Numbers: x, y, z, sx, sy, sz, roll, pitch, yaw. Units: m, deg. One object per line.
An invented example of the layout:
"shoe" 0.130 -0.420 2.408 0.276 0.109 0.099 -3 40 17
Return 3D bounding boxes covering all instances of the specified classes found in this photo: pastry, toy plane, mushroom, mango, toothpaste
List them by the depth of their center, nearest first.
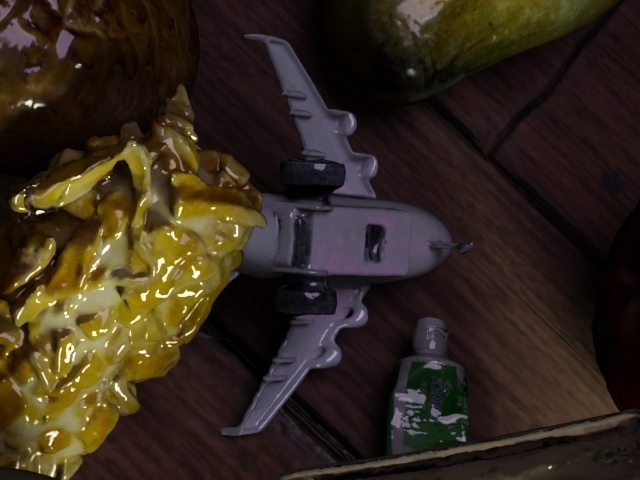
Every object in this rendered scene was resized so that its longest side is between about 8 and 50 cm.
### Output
"pastry" -0.139 0.028 0.974 0.154 0.250 0.102 29 12 -34
"mushroom" -0.184 -0.143 1.058 0.253 0.153 0.253 24 38 -21
"toy plane" 0.003 0.000 1.120 0.255 0.101 0.251 3 91 -42
"toothpaste" 0.066 0.167 1.126 0.078 0.047 0.248 21 60 -34
"mango" 0.125 -0.224 1.282 0.329 0.175 0.176 -33 53 -16

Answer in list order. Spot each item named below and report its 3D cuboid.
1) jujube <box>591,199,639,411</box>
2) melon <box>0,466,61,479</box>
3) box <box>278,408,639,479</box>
"jujube" 0.384 0.060 1.222 0.377 0.276 0.276 5 65 -28
"melon" -0.169 0.239 0.813 0.269 0.330 0.268 1 95 6
"box" 0.152 0.220 0.970 0.297 0.225 0.190 23 57 -55
